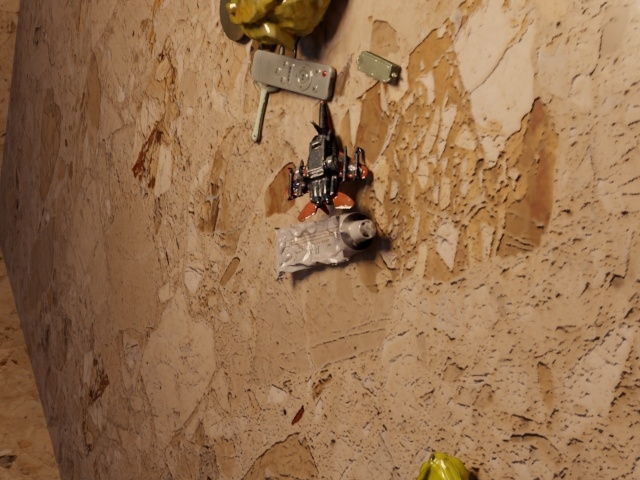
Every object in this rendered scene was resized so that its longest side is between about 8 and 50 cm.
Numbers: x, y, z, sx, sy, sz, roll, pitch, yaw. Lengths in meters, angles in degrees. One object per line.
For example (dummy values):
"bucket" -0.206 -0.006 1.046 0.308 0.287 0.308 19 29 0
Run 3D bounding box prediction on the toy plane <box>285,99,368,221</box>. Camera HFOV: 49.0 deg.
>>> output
"toy plane" 0.003 -0.120 0.978 0.130 0.061 0.189 -16 69 27

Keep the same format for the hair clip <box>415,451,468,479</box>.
"hair clip" 0.127 0.312 0.835 0.072 0.046 0.173 57 137 33

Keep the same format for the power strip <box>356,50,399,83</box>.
"power strip" 0.075 -0.223 0.910 0.083 0.017 0.027 42 126 47

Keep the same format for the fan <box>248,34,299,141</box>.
"fan" -0.086 -0.271 1.154 0.152 0.008 0.226 35 119 49

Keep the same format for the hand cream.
"hand cream" 0.003 0.000 1.003 0.257 0.050 0.084 -18 73 58

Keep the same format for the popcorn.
"popcorn" -0.071 -0.377 1.000 0.195 0.174 0.168 -120 30 -42

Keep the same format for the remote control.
"remote control" -0.041 -0.253 1.067 0.184 0.027 0.050 27 114 43

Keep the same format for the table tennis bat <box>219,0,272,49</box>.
"table tennis bat" -0.127 -0.390 1.192 0.131 0.022 0.234 -62 39 33
